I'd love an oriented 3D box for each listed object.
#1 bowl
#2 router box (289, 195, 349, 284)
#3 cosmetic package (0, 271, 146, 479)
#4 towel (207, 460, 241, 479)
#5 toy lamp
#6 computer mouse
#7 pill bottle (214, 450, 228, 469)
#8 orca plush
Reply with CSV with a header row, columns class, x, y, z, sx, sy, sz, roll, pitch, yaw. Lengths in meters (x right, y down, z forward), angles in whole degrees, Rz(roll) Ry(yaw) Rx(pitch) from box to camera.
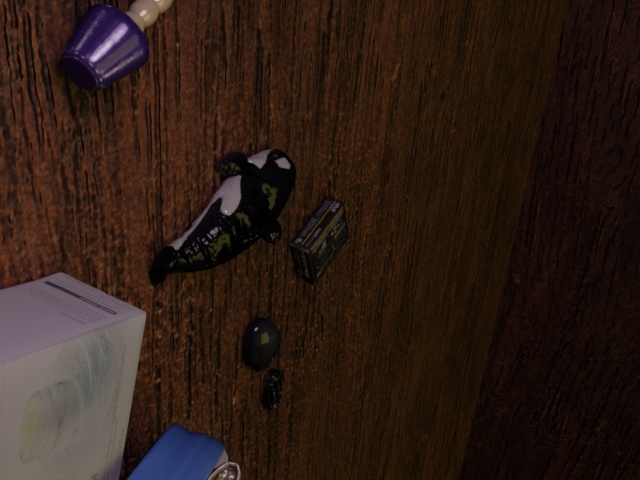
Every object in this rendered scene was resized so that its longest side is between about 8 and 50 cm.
class,x,y,z,sx,sy,sz,roll,pitch,yaw
bowl,-0.257,0.388,1.105,0.391,0.077,0.391,-54,179,-2
router box,0.000,0.000,1.557,0.122,0.038,0.092,-54,152,-31
cosmetic package,-0.312,0.176,0.939,0.224,0.138,0.224,-18,124,-58
towel,-0.205,0.423,1.229,0.282,0.049,0.187,-55,-179,-23
toy lamp,-0.169,-0.259,0.971,0.275,0.080,0.080,-56,152,-32
computer mouse,-0.084,0.215,1.550,0.071,0.041,0.242,-54,152,-32
pill bottle,-0.186,0.401,1.420,0.094,0.094,0.169,-28,133,-55
orca plush,-0.103,-0.030,1.246,0.287,0.102,0.151,-34,138,-51
